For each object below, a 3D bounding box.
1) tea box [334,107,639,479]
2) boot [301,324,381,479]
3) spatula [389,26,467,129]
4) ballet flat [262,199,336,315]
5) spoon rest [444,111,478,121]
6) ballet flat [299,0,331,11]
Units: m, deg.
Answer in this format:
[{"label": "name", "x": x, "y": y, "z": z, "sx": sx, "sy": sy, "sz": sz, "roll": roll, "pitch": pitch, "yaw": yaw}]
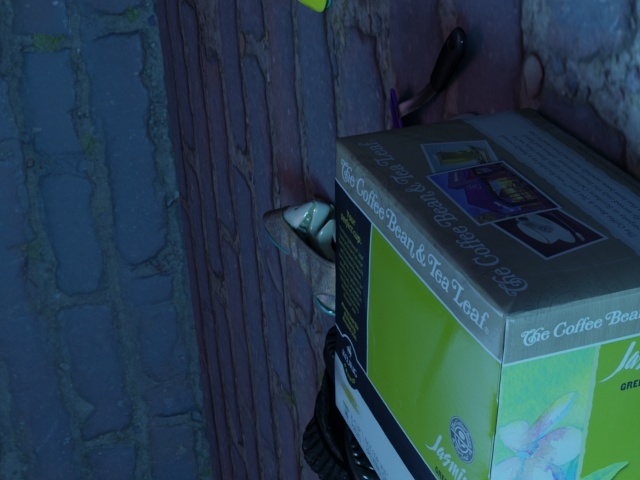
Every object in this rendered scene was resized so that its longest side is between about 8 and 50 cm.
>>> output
[{"label": "tea box", "x": 0.166, "y": 0.095, "z": 0.911, "sx": 0.329, "sy": 0.219, "sz": 0.324, "roll": -126, "pitch": 30, "yaw": -54}, {"label": "boot", "x": 0.068, "y": 0.320, "z": 1.496, "sx": 0.348, "sy": 0.131, "sz": 0.260, "roll": -105, "pitch": 21, "yaw": -51}, {"label": "spatula", "x": 0.123, "y": -0.178, "z": 1.211, "sx": 0.296, "sy": 0.030, "sz": 0.084, "roll": 127, "pitch": 132, "yaw": -68}, {"label": "ballet flat", "x": 0.000, "y": 0.000, "z": 1.632, "sx": 0.316, "sy": 0.107, "sz": 0.106, "roll": 50, "pitch": 127, "yaw": 49}, {"label": "spoon rest", "x": 0.157, "y": -0.006, "z": 1.147, "sx": 0.137, "sy": 0.084, "sz": 0.277, "roll": 12, "pitch": 99, "yaw": 64}, {"label": "ballet flat", "x": -0.055, "y": -0.430, "z": 1.555, "sx": 0.077, "sy": 0.077, "sz": 0.231, "roll": 104, "pitch": 151, "yaw": -51}]
